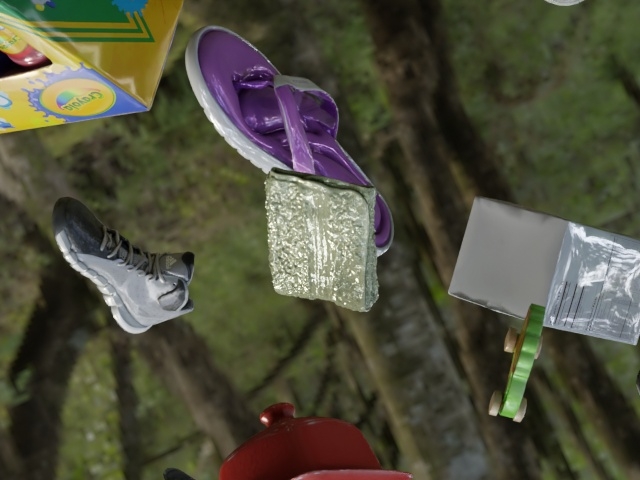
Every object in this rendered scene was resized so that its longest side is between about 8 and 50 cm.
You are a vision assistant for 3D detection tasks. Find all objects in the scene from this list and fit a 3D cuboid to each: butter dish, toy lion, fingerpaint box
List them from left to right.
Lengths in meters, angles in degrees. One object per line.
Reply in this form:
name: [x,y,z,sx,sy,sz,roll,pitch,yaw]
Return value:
fingerpaint box: [-0.448,-0.275,1.939,0.444,0.163,0.371,-4,152,40]
butter dish: [-0.025,0.208,1.570,0.160,0.118,0.160,-35,151,33]
toy lion: [0.184,0.110,1.533,0.034,0.100,0.096,15,167,3]

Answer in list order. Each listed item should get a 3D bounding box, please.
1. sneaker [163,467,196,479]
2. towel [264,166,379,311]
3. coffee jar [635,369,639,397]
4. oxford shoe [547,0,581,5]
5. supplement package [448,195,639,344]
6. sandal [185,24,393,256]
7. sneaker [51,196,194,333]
sneaker: [-0.103,0.313,1.804,0.350,0.148,0.131,-1,138,-4]
towel: [0.000,0.000,1.551,0.110,0.148,0.027,11,-140,16]
coffee jar: [0.439,0.200,1.913,0.079,0.184,0.096,-38,-138,18]
oxford shoe: [0.420,-0.467,2.087,0.449,0.169,0.130,-47,-148,22]
supplement package: [0.329,0.041,2.358,0.203,0.149,0.194,13,-177,-40]
sandal: [-0.016,-0.142,2.172,0.102,0.416,0.169,-24,-140,28]
sneaker: [-0.225,0.017,2.075,0.132,0.229,0.086,-14,-136,21]
